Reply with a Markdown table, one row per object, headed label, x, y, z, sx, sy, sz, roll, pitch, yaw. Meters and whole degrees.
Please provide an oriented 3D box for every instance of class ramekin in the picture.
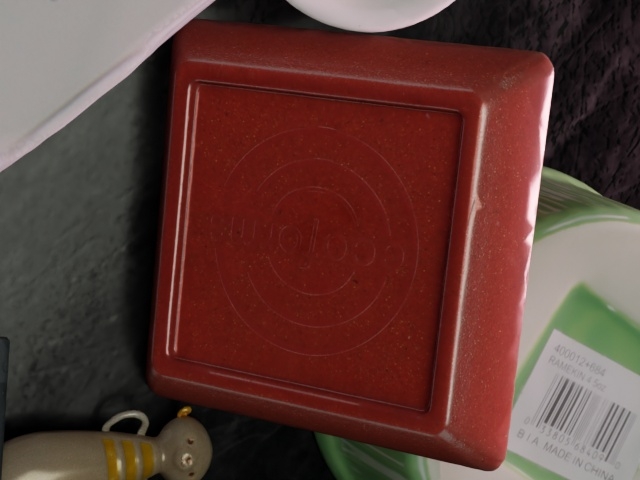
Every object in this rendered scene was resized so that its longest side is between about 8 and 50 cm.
| label | x | y | z | sx | sy | sz | roll | pitch | yaw |
| --- | --- | --- | --- | --- | --- | --- | --- | --- | --- |
| ramekin | 0.155 | 0.100 | 0.927 | 0.303 | 0.148 | 0.303 | -5 | 102 | -22 |

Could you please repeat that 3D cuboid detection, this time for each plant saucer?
| label | x | y | z | sx | sy | sz | roll | pitch | yaw |
| --- | --- | --- | --- | --- | --- | --- | --- | --- | --- |
| plant saucer | 0.000 | 0.000 | 0.803 | 0.047 | 0.258 | 0.259 | -14 | 112 | -65 |

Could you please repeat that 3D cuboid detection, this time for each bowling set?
| label | x | y | z | sx | sy | sz | roll | pitch | yaw |
| --- | --- | --- | --- | --- | --- | --- | --- | --- | --- |
| bowling set | -0.117 | 0.271 | 0.825 | 0.154 | 0.200 | 0.287 | -4 | 105 | -25 |

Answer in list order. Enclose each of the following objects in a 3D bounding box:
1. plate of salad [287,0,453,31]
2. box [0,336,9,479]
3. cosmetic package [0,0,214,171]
| label | x | y | z | sx | sy | sz | roll | pitch | yaw |
| --- | --- | --- | --- | --- | --- | --- | --- | --- | --- |
| plate of salad | 0.040 | -0.222 | 0.760 | 0.200 | 0.048 | 0.200 | -8 | 108 | -25 |
| box | -0.273 | 0.142 | 0.717 | 0.232 | 0.059 | 0.183 | 7 | 84 | -63 |
| cosmetic package | -0.276 | -0.206 | 0.553 | 0.329 | 0.327 | 0.394 | -43 | 114 | -26 |
